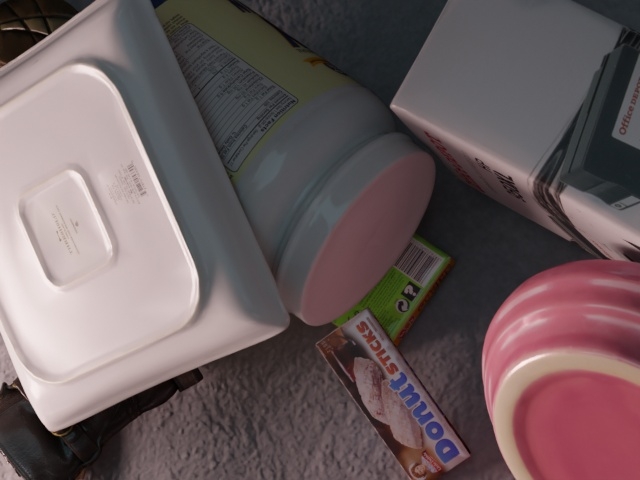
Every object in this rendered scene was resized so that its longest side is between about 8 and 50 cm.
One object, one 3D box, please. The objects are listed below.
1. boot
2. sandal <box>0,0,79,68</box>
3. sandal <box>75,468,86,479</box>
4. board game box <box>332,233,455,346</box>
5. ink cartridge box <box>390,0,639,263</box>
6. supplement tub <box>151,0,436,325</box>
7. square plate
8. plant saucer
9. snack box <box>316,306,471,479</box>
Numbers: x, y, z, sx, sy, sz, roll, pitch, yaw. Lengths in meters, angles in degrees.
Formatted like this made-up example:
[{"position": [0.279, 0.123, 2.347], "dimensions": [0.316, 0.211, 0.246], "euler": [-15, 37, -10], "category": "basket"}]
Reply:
[{"position": [-0.274, 0.122, 1.716], "dimensions": [0.229, 0.091, 0.263], "euler": [-36, 72, -7], "category": "boot"}, {"position": [-0.345, -0.217, 1.855], "dimensions": [0.219, 0.060, 0.090], "euler": [-13, 77, 30], "category": "sandal"}, {"position": [-0.287, 0.299, 1.715], "dimensions": [0.088, 0.079, 0.240], "euler": [-5, 77, 16], "category": "sandal"}, {"position": [0.000, 0.000, 1.711], "dimensions": [0.259, 0.039, 0.124], "euler": [35, 90, 18], "category": "board game box"}, {"position": [0.292, -0.067, 1.500], "dimensions": [0.395, 0.285, 0.166], "euler": [31, 88, 21], "category": "ink cartridge box"}, {"position": [-0.074, -0.089, 1.611], "dimensions": [0.325, 0.235, 0.235], "euler": [36, 91, 21], "category": "supplement tub"}, {"position": [-0.227, -0.019, 1.558], "dimensions": [0.344, 0.049, 0.347], "euler": [-25, 88, 37], "category": "square plate"}, {"position": [0.278, 0.172, 1.446], "dimensions": [0.332, 0.332, 0.084], "euler": [28, 48, 20], "category": "plant saucer"}, {"position": [0.072, 0.157, 1.641], "dimensions": [0.064, 0.022, 0.178], "euler": [-36, 86, 7], "category": "snack box"}]
